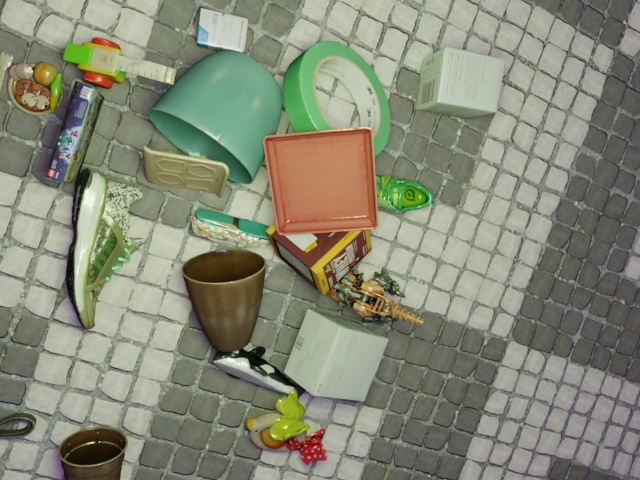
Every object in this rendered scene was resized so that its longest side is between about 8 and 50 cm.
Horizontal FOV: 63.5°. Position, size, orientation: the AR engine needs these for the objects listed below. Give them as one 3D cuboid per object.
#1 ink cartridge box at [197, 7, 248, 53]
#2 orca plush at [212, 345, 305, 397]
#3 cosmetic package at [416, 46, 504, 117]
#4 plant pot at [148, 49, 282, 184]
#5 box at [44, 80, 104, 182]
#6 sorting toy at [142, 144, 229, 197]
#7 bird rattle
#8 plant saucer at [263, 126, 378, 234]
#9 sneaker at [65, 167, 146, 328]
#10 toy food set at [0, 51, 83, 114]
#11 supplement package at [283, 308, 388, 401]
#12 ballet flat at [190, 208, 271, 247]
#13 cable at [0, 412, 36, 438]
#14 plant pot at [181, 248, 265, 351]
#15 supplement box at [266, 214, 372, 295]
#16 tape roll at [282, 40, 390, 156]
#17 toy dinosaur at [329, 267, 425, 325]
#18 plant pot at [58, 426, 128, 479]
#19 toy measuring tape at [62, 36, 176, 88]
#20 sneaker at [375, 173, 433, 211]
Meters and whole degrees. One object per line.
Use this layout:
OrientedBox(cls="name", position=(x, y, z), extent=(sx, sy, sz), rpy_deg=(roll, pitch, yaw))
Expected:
OrientedBox(cls="ink cartridge box", position=(-0.256, -0.543, 1.354), extent=(0.122, 0.052, 0.089), rpy_deg=(8, 95, -13))
OrientedBox(cls="orca plush", position=(-0.159, 0.347, 1.459), extent=(0.287, 0.151, 0.102), rpy_deg=(23, 59, -12))
OrientedBox(cls="cosmetic package", position=(0.393, -0.442, 1.472), extent=(0.183, 0.151, 0.152), rpy_deg=(6, 95, -15))
OrientedBox(cls="plant pot", position=(-0.230, -0.318, 1.277), extent=(0.293, 0.293, 0.235), rpy_deg=(35, 77, -15))
OrientedBox(cls="box", position=(-0.591, -0.256, 1.251), extent=(0.044, 0.159, 0.233), rpy_deg=(18, 92, -17))
OrientedBox(cls="sorting toy", position=(-0.342, -0.177, 1.312), extent=(0.208, 0.193, 0.038), rpy_deg=(13, 71, -13))
OrientedBox(cls="bird rattle", position=(-0.098, 0.548, 1.489), extent=(0.206, 0.143, 0.254), rpy_deg=(-10, 136, 11))
OrientedBox(cls="plant saucer", position=(0.006, -0.145, 1.265), extent=(0.258, 0.048, 0.259), rpy_deg=(-4, 115, 7))
OrientedBox(cls="sneaker", position=(-0.537, 0.031, 1.318), extent=(0.181, 0.158, 0.411), rpy_deg=(5, 101, -32))
OrientedBox(cls="toy food set", position=(-0.702, -0.377, 1.272), extent=(0.191, 0.038, 0.133), rpy_deg=(17, 92, -15))
OrientedBox(cls="supplement package", position=(0.044, 0.320, 1.443), extent=(0.203, 0.149, 0.194), rpy_deg=(21, 91, -41))
OrientedBox(cls="ballet flat", position=(-0.238, -0.023, 1.415), extent=(0.240, 0.091, 0.077), rpy_deg=(16, 123, -11))
OrientedBox(cls="cable", position=(-0.889, 0.497, 1.312), extent=(0.286, 0.072, 0.140), rpy_deg=(11, 99, -15))
OrientedBox(cls="plant pot", position=(-0.247, 0.170, 1.376), extent=(0.215, 0.215, 0.231), rpy_deg=(-6, 111, -13))
OrientedBox(cls="supplement box", position=(0.000, 0.000, 1.375), extent=(0.191, 0.129, 0.194), rpy_deg=(-42, 61, -16))
OrientedBox(cls="tape roll", position=(0.050, -0.355, 1.355), extent=(0.321, 0.077, 0.322), rpy_deg=(12, 71, -39))
OrientedBox(cls="toy dinosaur", position=(0.129, 0.166, 1.437), extent=(0.164, 0.218, 0.322), rpy_deg=(-49, 63, 11))
OrientedBox(cls="plant pot", position=(-0.594, 0.610, 1.359), extent=(0.166, 0.167, 0.165), rpy_deg=(2, 104, -14))
OrientedBox(cls="toy measuring tape", position=(-0.475, -0.417, 1.254), extent=(0.329, 0.121, 0.122), rpy_deg=(16, 93, 14))
OrientedBox(cls="sneaker", position=(0.184, -0.139, 1.471), extent=(0.295, 0.123, 0.110), rpy_deg=(0, 97, -13))
